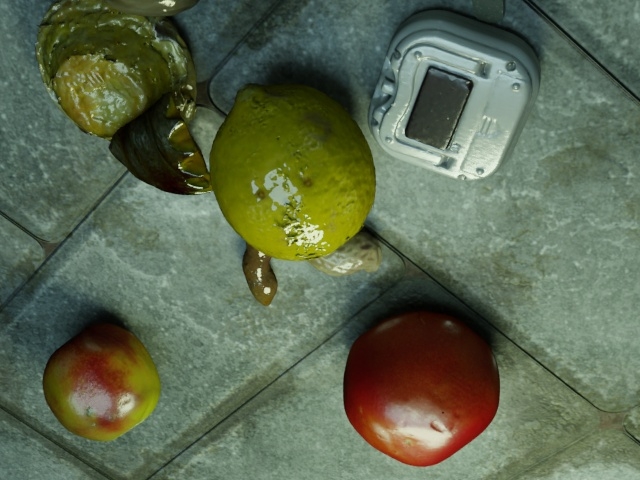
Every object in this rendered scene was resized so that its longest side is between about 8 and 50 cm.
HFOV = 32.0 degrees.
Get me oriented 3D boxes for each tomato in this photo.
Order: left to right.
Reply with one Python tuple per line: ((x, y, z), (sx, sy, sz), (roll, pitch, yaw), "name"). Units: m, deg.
((0.180, 0.283, 2.033), (0.298, 0.226, 0.299), (5, 130, 6), "tomato")

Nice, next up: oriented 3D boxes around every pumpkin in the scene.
((-0.259, -0.120, 1.800), (0.149, 0.130, 0.254), (-17, 163, -1), "pumpkin")

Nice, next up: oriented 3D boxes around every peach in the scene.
((-0.431, 0.279, 2.201), (0.231, 0.231, 0.231), (7, 129, 9), "peach")

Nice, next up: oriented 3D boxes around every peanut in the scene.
((0.000, 0.000, 1.946), (0.227, 0.086, 0.104), (27, 107, -8), "peanut")

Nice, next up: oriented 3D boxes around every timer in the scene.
((0.201, -0.214, 1.721), (0.237, 0.087, 0.262), (18, 130, 1), "timer")

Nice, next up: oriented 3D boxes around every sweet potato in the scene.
((-0.113, 0.031, 2.023), (0.065, 0.051, 0.218), (7, 128, 14), "sweet potato")

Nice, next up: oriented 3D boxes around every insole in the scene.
((0.233, -0.402, 1.613), (0.063, 0.010, 0.192), (-4, 127, 19), "insole")

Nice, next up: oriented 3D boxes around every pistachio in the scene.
((-0.270, -0.400, 1.694), (0.185, 0.126, 0.108), (25, 172, -10), "pistachio")

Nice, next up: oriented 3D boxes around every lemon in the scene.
((-0.046, -0.111, 1.758), (0.257, 0.258, 0.310), (-12, 122, 23), "lemon")

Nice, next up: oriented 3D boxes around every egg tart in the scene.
((-0.340, -0.260, 1.811), (0.294, 0.116, 0.295), (6, 128, 8), "egg tart")
